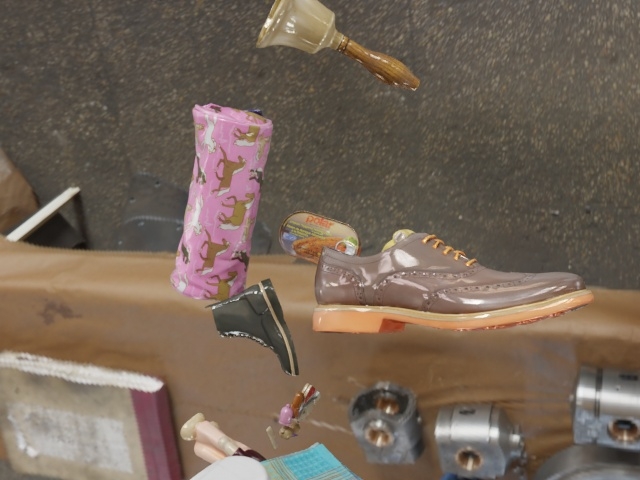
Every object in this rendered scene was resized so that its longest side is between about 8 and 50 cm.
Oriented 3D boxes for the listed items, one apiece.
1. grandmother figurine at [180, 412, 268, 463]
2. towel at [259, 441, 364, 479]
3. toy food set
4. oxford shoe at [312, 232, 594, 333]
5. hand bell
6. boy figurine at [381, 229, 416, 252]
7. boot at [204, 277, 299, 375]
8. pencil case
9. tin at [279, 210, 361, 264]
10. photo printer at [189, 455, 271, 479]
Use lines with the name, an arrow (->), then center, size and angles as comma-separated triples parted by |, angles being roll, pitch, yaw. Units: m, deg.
grandmother figurine -> -0.171, 0.526, 1.945 | 0.343, 0.104, 0.208 | 22, 171, 40
towel -> -0.032, 0.487, 1.509 | 0.271, 0.370, 0.040 | 32, 110, 36
toy food set -> -0.038, 0.279, 1.337 | 0.019, 0.122, 0.077 | 20, 143, 32
oxford shoe -> 0.158, 0.051, 1.065 | 0.364, 0.130, 0.132 | -4, 83, 18
hand bell -> 0.041, -0.287, 1.223 | 0.242, 0.126, 0.126 | 25, 125, -14
boy figurine -> 0.204, 0.044, 1.782 | 0.092, 0.285, 0.177 | -39, 113, -1
boot -> -0.128, 0.185, 1.600 | 0.137, 0.077, 0.197 | -20, 98, -5
pencil case -> -0.197, -0.068, 1.620 | 0.160, 0.167, 0.385 | 11, 104, 4
tin -> 0.000, 0.000, 1.827 | 0.190, 0.040, 0.106 | 19, 91, 21
photo printer -> -0.097, 0.390, 0.750 | 0.107, 0.256, 0.307 | 9, 128, 52
